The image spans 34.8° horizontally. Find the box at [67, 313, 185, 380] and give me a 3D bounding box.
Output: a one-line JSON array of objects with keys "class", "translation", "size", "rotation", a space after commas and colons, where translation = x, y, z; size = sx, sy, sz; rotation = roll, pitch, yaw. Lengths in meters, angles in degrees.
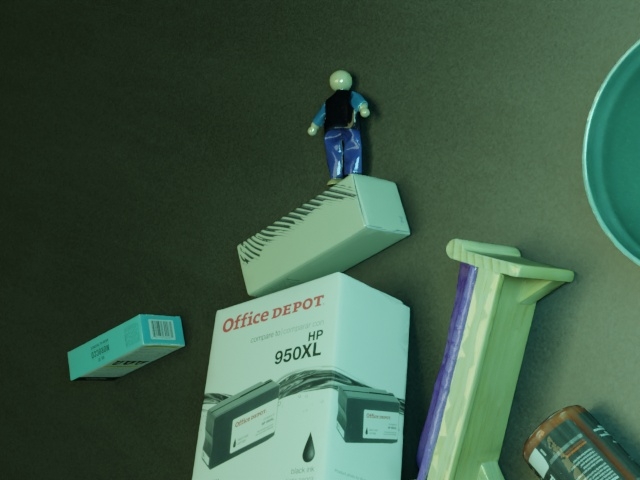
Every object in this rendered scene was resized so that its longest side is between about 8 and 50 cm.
[{"class": "box", "translation": [-0.375, 0.208, 1.956], "size": [0.244, 0.100, 0.060], "rotation": [-27, 67, 38]}]

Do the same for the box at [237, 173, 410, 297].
[{"class": "box", "translation": [0.000, 0.000, 1.616], "size": [0.275, 0.113, 0.094], "rotation": [-30, 65, 36]}]

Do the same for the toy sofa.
[{"class": "toy sofa", "translation": [0.196, 0.183, 1.384], "size": [0.177, 0.150, 0.363], "rotation": [18, 98, 42]}]

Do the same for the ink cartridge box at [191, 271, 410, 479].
[{"class": "ink cartridge box", "translation": [-0.033, 0.277, 1.504], "size": [0.285, 0.166, 0.395], "rotation": [-19, 55, 40]}]

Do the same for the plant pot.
[{"class": "plant pot", "translation": [0.468, -0.093, 1.123], "size": [0.293, 0.196, 0.293], "rotation": [-5, 83, 43]}]

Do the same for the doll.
[{"class": "doll", "translation": [0.032, -0.183, 1.648], "size": [0.129, 0.046, 0.189], "rotation": [-8, 81, 42]}]

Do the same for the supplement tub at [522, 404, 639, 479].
[{"class": "supplement tub", "translation": [0.347, 0.305, 1.258], "size": [0.198, 0.106, 0.106], "rotation": [50, 118, 35]}]
